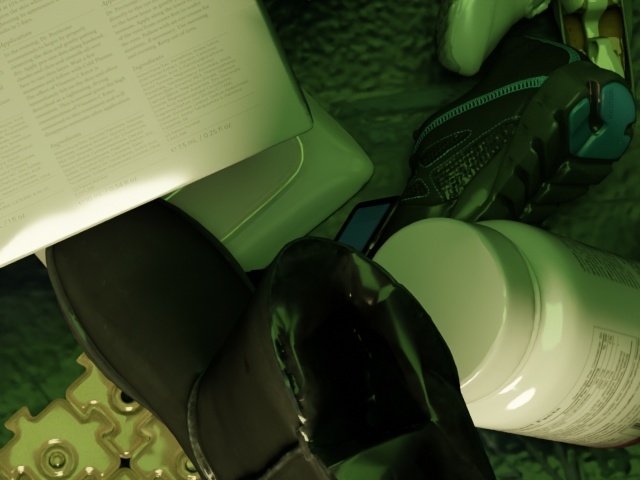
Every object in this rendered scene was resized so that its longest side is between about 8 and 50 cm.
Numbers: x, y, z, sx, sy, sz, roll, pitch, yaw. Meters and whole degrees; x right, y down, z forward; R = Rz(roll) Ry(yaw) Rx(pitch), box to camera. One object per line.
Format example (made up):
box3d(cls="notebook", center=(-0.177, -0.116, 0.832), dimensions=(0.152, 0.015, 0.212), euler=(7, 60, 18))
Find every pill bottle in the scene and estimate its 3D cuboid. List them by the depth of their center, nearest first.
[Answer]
box3d(cls="pill bottle", center=(0.164, 0.072, 1.444), dimensions=(0.160, 0.283, 0.160), euler=(-10, 74, 36))

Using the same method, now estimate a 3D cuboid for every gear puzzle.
box3d(cls="gear puzzle", center=(-0.161, 0.178, 1.554), dimensions=(0.339, 0.044, 0.175), euler=(-43, 88, -12))

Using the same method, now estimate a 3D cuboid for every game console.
box3d(cls="game console", center=(0.000, 0.000, 1.544), dimensions=(0.107, 0.122, 0.071), euler=(0, 87, -16))

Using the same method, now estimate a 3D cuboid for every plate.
box3d(cls="plate", center=(-0.141, -0.076, 1.603), dimensions=(0.278, 0.045, 0.277), euler=(-41, 83, -7))

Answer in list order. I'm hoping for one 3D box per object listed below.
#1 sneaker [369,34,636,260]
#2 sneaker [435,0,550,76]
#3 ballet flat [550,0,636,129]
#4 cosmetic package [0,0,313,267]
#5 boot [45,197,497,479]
box3d(cls="sneaker", center=(0.118, -0.024, 1.574), dimensions=(0.341, 0.125, 0.139), euler=(-48, 44, 2))
box3d(cls="sneaker", center=(0.195, -0.258, 1.567), dimensions=(0.129, 0.111, 0.297), euler=(31, 76, 3))
box3d(cls="ballet flat", center=(0.242, -0.182, 1.615), dimensions=(0.072, 0.068, 0.213), euler=(-6, 79, -1))
box3d(cls="cosmetic package", center=(-0.233, -0.143, 1.379), dimensions=(0.377, 0.097, 0.284), euler=(-23, 112, 2))
box3d(cls="boot", center=(-0.057, 0.076, 1.332), dimensions=(0.146, 0.445, 0.367), euler=(-39, 88, -12))
